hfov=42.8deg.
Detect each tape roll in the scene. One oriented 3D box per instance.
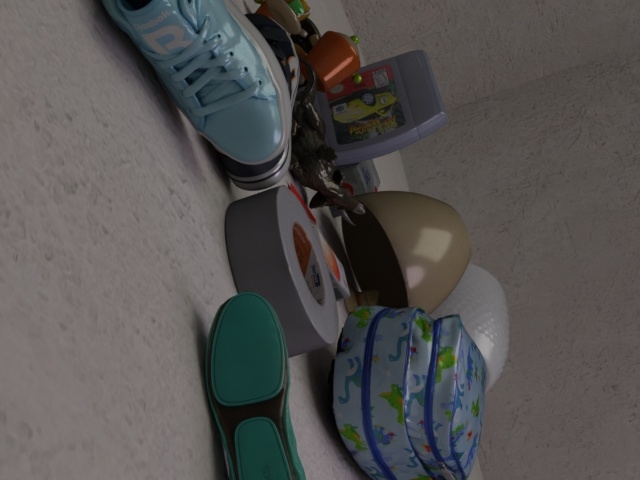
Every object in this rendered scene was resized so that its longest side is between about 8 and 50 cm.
[{"bbox_3d":[-0.046,0.041,1.071,0.219,0.072,0.219,-18,90,-78],"label":"tape roll"}]

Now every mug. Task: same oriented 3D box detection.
[{"bbox_3d":[0.335,0.291,2.096,0.328,0.276,0.374,-73,174,-62],"label":"mug"}]

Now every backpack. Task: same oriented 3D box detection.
[{"bbox_3d":[0.140,0.237,1.259,0.355,0.273,0.290,45,52,-39],"label":"backpack"}]

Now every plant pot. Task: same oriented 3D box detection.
[{"bbox_3d":[0.189,0.017,1.640,0.284,0.191,0.284,160,-90,-75],"label":"plant pot"}]

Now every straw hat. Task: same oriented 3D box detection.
[{"bbox_3d":[0.094,0.128,1.624,0.144,0.061,0.144,-18,90,-79],"label":"straw hat"}]

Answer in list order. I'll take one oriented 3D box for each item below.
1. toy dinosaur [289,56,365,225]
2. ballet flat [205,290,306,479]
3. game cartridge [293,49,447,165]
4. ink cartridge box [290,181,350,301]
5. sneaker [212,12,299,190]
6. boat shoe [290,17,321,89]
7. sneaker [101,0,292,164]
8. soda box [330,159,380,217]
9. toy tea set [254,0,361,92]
[{"bbox_3d":[-0.023,-0.176,1.493,0.160,0.121,0.314,76,-7,-77],"label":"toy dinosaur"},{"bbox_3d":[-0.066,0.174,0.799,0.087,0.083,0.247,100,-19,-59],"label":"ballet flat"},{"bbox_3d":[0.093,-0.255,1.626,0.060,0.294,0.196,55,19,-63],"label":"game cartridge"},{"bbox_3d":[0.000,0.000,1.427,0.145,0.045,0.179,55,23,-56],"label":"ink cartridge box"},{"bbox_3d":[-0.097,-0.228,1.115,0.127,0.126,0.321,66,13,-51],"label":"sneaker"},{"bbox_3d":[0.000,-0.334,1.759,0.120,0.122,0.324,-81,151,-73],"label":"boat shoe"},{"bbox_3d":[-0.156,-0.221,0.866,0.366,0.135,0.150,58,23,-20],"label":"sneaker"},{"bbox_3d":[0.072,-0.136,1.854,0.286,0.091,0.098,-60,131,-75],"label":"soda box"},{"bbox_3d":[-0.039,-0.427,1.534,0.200,0.124,0.336,36,-15,42],"label":"toy tea set"}]
